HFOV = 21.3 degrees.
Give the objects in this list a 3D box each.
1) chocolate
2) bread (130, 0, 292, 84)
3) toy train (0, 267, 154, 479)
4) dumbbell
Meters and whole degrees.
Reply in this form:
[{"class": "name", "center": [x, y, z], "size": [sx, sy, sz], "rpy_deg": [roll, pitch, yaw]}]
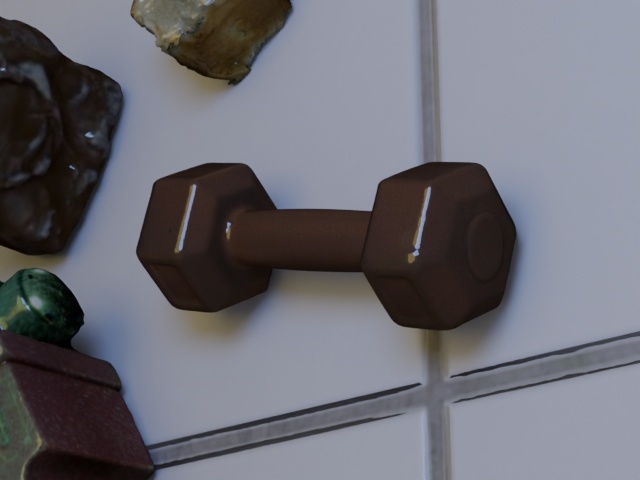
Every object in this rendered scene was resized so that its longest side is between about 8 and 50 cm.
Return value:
[{"class": "chocolate", "center": [-0.236, -0.085, 1.095], "size": [0.093, 0.214, 0.148], "rpy_deg": [12, 80, 43]}, {"class": "bread", "center": [-0.072, -0.153, 1.082], "size": [0.083, 0.070, 0.077], "rpy_deg": [-49, 49, 11]}, {"class": "toy train", "center": [-0.250, 0.160, 1.064], "size": [0.304, 0.150, 0.221], "rpy_deg": [-41, 57, 19]}, {"class": "dumbbell", "center": [0.000, 0.000, 0.949], "size": [0.231, 0.092, 0.082], "rpy_deg": [2, 46, 42]}]
